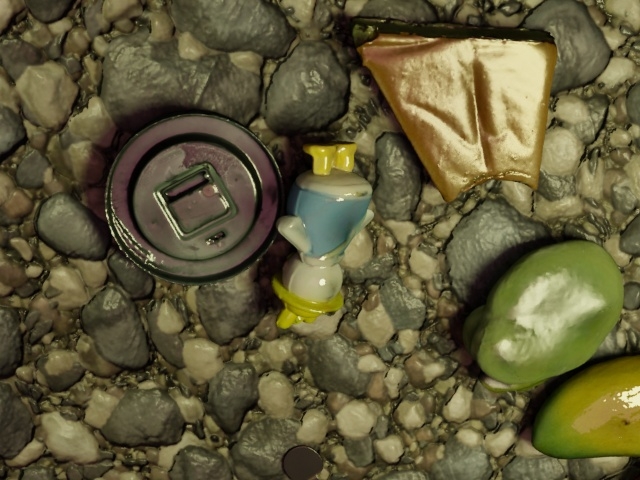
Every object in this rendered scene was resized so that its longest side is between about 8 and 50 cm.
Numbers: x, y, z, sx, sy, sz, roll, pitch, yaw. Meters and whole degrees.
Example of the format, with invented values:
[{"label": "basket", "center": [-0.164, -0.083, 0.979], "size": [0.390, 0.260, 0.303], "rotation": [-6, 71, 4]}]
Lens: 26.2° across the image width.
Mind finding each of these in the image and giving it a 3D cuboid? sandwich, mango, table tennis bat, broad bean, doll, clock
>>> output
[{"label": "sandwich", "center": [0.150, -0.150, 1.639], "size": [0.245, 0.063, 0.212], "rotation": [3, 109, -6]}, {"label": "mango", "center": [0.390, 0.215, 1.773], "size": [0.237, 0.091, 0.137], "rotation": [-3, 103, -6]}, {"label": "table tennis bat", "center": [-0.014, 0.303, 1.800], "size": [0.050, 0.007, 0.083], "rotation": [-37, 107, 6]}, {"label": "broad bean", "center": [0.282, 0.099, 1.720], "size": [0.169, 0.100, 0.228], "rotation": [34, 100, -22]}, {"label": "doll", "center": [-0.001, 0.000, 1.650], "size": [0.099, 0.135, 0.241], "rotation": [18, 112, 7]}, {"label": "clock", "center": [-0.151, -0.052, 1.649], "size": [0.215, 0.042, 0.215], "rotation": [-2, 108, -6]}]

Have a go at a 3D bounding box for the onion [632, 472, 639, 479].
[{"label": "onion", "center": [0.469, 0.349, 1.792], "size": [0.159, 0.159, 0.195], "rotation": [-2, 114, -6]}]
